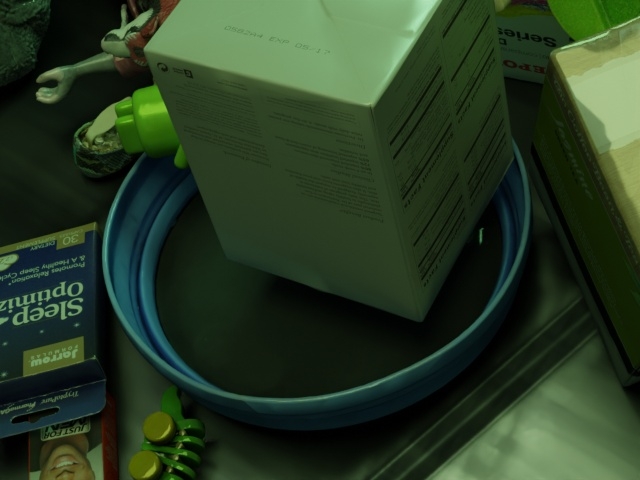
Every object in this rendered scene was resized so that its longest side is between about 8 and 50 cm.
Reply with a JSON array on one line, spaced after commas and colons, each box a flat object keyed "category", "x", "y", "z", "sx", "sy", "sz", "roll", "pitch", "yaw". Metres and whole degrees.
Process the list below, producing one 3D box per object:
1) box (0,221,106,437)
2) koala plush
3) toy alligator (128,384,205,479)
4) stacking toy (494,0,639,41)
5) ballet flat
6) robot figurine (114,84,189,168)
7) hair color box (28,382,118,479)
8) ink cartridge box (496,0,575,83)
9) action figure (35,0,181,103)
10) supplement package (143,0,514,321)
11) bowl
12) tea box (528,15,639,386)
[{"category": "box", "x": -0.267, "y": 0.082, "z": 1.352, "sx": 0.136, "sy": 0.036, "sz": 0.225, "roll": -15, "pitch": 43, "yaw": 4}, {"category": "koala plush", "x": -0.411, "y": -0.276, "z": 1.582, "sx": 0.196, "sy": 0.203, "sz": 0.221, "roll": -37, "pitch": 36, "yaw": -21}, {"category": "toy alligator", "x": -0.136, "y": 0.213, "z": 1.254, "sx": 0.051, "sy": 0.056, "sz": 0.190, "roll": 6, "pitch": 59, "yaw": 18}, {"category": "stacking toy", "x": 0.207, "y": -0.305, "z": 1.153, "sx": 0.308, "sy": 0.280, "sz": 0.130, "roll": 14, "pitch": 32, "yaw": 24}, {"category": "ballet flat", "x": -0.170, "y": -0.131, "z": 1.476, "sx": 0.188, "sy": 0.070, "sz": 0.070, "roll": -37, "pitch": 57, "yaw": -10}, {"category": "robot figurine", "x": -0.132, "y": -0.116, "z": 1.354, "sx": 0.115, "sy": 0.067, "sz": 0.101, "roll": -14, "pitch": 38, "yaw": 2}, {"category": "hair color box", "x": -0.219, "y": 0.203, "z": 1.290, "sx": 0.072, "sy": 0.043, "sz": 0.141, "roll": -13, "pitch": 57, "yaw": 6}, {"category": "ink cartridge box", "x": 0.231, "y": -0.258, "z": 1.331, "sx": 0.201, "sy": 0.278, "sz": 0.117, "roll": 14, "pitch": 66, "yaw": 21}, {"category": "action figure", "x": -0.151, "y": -0.275, "z": 1.490, "sx": 0.275, "sy": 0.248, "sz": 0.370, "roll": 3, "pitch": 42, "yaw": -15}, {"category": "supplement package", "x": 0.020, "y": -0.108, "z": 1.183, "sx": 0.199, "sy": 0.263, "sz": 0.198, "roll": 17, "pitch": 58, "yaw": 25}, {"category": "bowl", "x": 0.000, "y": 0.000, "z": 1.324, "sx": 0.391, "sy": 0.077, "sz": 0.391, "roll": -7, "pitch": 51, "yaw": 9}, {"category": "tea box", "x": 0.356, "y": -0.060, "z": 1.120, "sx": 0.329, "sy": 0.323, "sz": 0.220, "roll": -21, "pitch": 77, "yaw": -1}]
